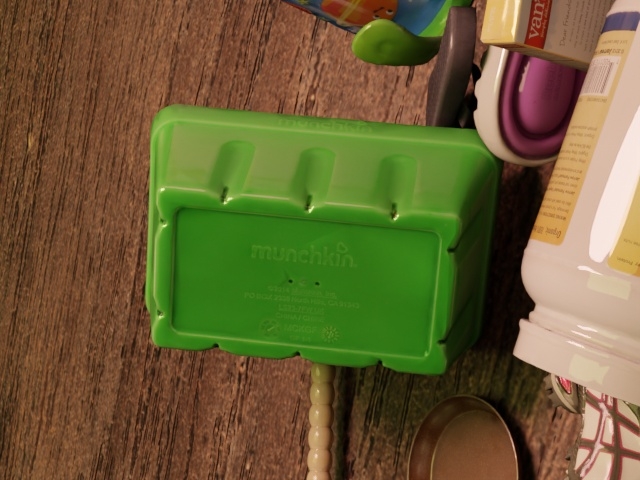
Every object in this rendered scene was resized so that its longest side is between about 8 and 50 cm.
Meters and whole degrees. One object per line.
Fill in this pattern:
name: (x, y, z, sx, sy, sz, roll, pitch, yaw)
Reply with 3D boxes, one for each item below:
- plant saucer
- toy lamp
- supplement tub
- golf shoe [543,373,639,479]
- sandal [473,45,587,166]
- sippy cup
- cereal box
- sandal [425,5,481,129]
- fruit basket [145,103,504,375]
plant saucer: (0.154, 0.244, 1.478, 0.168, 0.029, 0.168, -14, 72, 52)
toy lamp: (-0.002, 0.246, 1.649, 0.080, 0.080, 0.275, -13, 72, 52)
supplement tub: (0.296, -0.024, 1.146, 0.228, 0.228, 0.316, 22, 93, 53)
golf shoe: (0.280, 0.180, 1.262, 0.120, 0.105, 0.273, -32, 58, 38)
sandal: (0.250, -0.268, 1.349, 0.102, 0.169, 0.416, 30, 120, 55)
sippy cup: (0.031, -0.342, 1.603, 0.305, 0.224, 0.240, 33, 109, 52)
cereal box: (0.253, -0.235, 1.263, 0.047, 0.240, 0.173, 11, 91, 54)
sandal: (0.143, -0.149, 1.471, 0.254, 0.054, 0.097, 99, 176, -71)
fruit basket: (0.000, 0.000, 1.513, 0.392, 0.392, 0.283, 31, 123, 52)
